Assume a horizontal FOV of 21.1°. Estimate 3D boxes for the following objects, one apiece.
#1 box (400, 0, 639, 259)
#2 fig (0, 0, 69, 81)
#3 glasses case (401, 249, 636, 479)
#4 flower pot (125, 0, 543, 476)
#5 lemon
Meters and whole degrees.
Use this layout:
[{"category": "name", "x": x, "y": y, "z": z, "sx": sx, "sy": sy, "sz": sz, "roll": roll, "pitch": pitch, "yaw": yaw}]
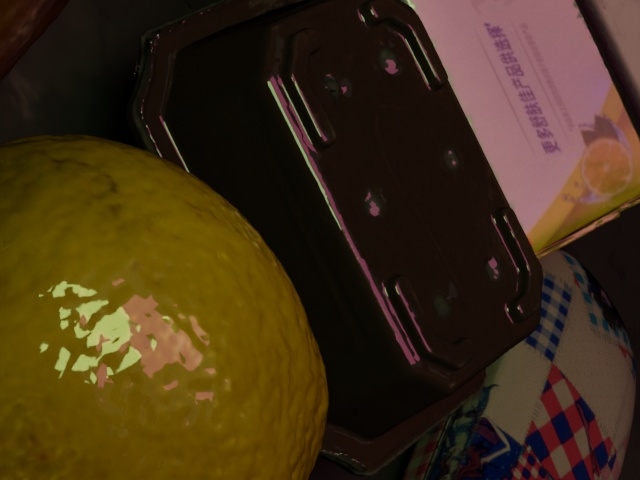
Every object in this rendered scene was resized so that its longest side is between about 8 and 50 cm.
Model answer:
[{"category": "box", "x": 0.071, "y": -0.119, "z": 0.988, "sx": 0.097, "sy": 0.168, "sz": 0.265, "roll": -28, "pitch": 97, "yaw": -16}, {"category": "fig", "x": -0.188, "y": -0.164, "z": 0.691, "sx": 0.224, "sy": 0.224, "sz": 0.263, "roll": 1, "pitch": 71, "yaw": -50}, {"category": "glasses case", "x": 0.116, "y": 0.135, "z": 1.014, "sx": 0.125, "sy": 0.076, "sz": 0.327, "roll": 50, "pitch": 41, "yaw": -20}, {"category": "flower pot", "x": 0.024, "y": -0.020, "z": 0.866, "sx": 0.179, "sy": 0.084, "sz": 0.250, "roll": -30, "pitch": 97, "yaw": -44}, {"category": "lemon", "x": -0.099, "y": 0.055, "z": 0.703, "sx": 0.231, "sy": 0.192, "sz": 0.192, "roll": 52, "pitch": 41, "yaw": -20}]
